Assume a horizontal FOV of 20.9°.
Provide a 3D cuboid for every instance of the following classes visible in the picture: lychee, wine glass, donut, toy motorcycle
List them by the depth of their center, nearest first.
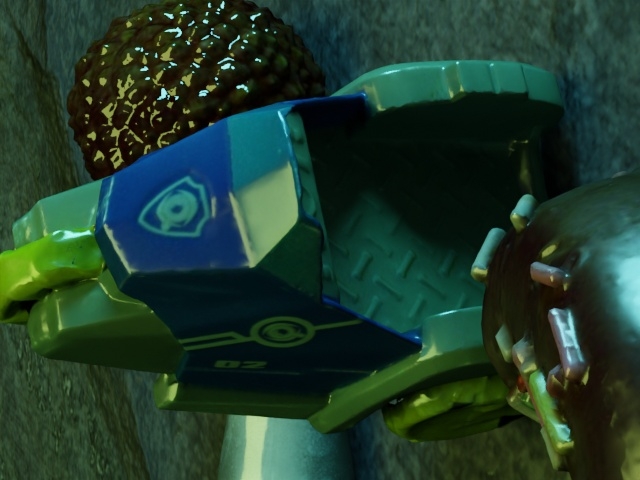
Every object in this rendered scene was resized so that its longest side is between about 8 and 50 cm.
[{"bbox_3d":[0.156,0.144,0.767,0.259,0.136,0.345,-124,27,-79],"label":"donut"},{"bbox_3d":[0.000,0.000,0.925,0.200,0.326,0.191,-38,59,53],"label":"toy motorcycle"},{"bbox_3d":[-0.022,0.192,1.207,0.103,0.103,0.222,5,95,61],"label":"wine glass"},{"bbox_3d":[-0.078,-0.086,1.229,0.188,0.188,0.188,4,95,61],"label":"lychee"}]
